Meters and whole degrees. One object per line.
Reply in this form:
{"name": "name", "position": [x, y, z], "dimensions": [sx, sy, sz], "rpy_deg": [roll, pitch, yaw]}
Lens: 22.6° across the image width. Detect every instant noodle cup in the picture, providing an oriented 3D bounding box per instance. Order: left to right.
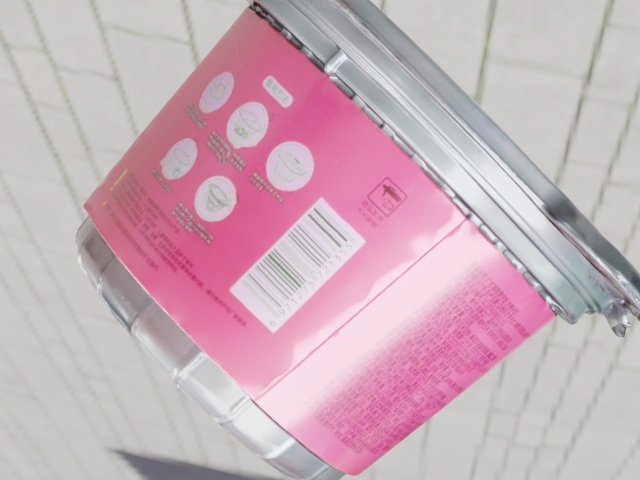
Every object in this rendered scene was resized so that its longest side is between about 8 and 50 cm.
{"name": "instant noodle cup", "position": [0.000, 0.000, 0.777], "dimensions": [0.258, 0.181, 0.302], "rpy_deg": [44, -178, -36]}
